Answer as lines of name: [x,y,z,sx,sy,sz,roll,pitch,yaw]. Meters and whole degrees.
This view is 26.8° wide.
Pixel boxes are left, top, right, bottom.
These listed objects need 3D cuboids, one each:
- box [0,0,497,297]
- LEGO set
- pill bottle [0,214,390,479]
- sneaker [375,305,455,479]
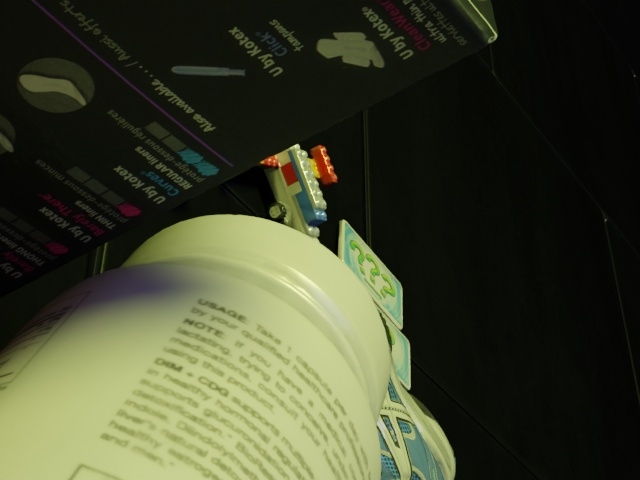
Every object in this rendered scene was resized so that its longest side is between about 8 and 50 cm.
box: [-0.092,-0.109,0.507,0.143,0.270,0.165,40,34,-41]
LEGO set: [0.000,0.000,0.837,0.244,0.060,0.182,49,26,-29]
pill bottle: [-0.068,0.106,0.486,0.160,0.160,0.283,57,26,-14]
sneaker: [0.012,0.095,0.742,0.211,0.080,0.081,51,25,-24]
